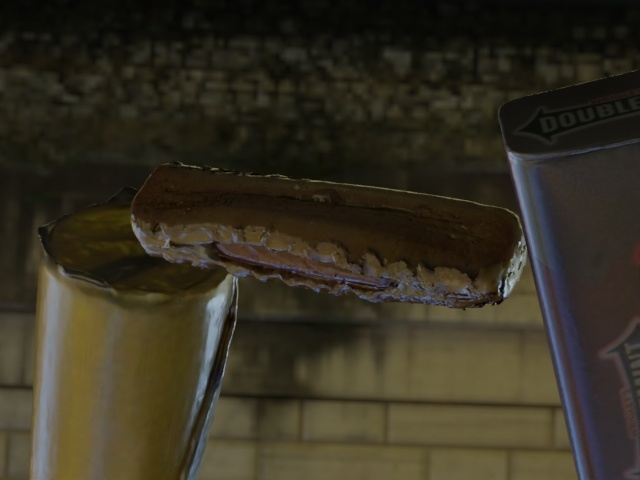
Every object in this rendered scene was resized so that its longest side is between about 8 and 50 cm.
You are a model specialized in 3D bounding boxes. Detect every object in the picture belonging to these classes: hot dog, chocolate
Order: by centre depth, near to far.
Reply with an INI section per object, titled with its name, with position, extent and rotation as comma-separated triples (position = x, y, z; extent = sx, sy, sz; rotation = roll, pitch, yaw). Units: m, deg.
[hot dog]
position = 0.001, -0.001, 1.142
extent = 0.289, 0.068, 0.083
rotation = 9, -139, 31
[chocolate]
position = -0.165, 0.187, 1.434
extent = 0.162, 0.445, 0.162
rotation = 7, -153, -4

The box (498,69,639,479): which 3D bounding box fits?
[box]
position = 0.167, 0.026, 0.858
extent = 0.120, 0.224, 0.069
rotation = -12, -149, 5
